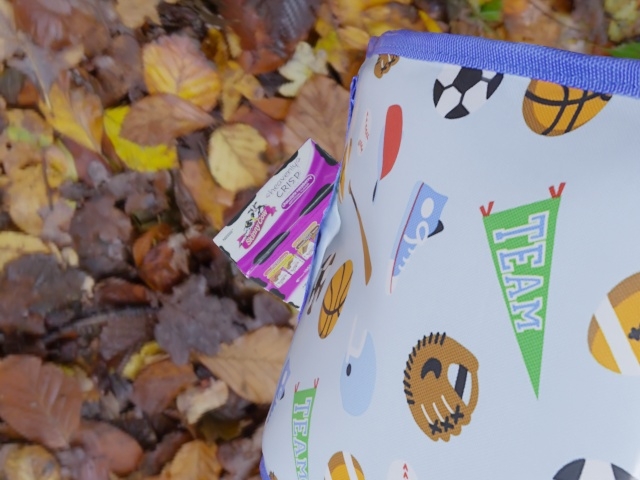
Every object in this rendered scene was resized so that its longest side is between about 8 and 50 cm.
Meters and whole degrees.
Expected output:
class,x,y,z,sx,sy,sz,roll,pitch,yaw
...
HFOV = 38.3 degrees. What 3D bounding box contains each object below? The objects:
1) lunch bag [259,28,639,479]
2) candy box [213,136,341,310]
class,x,y,z,sx,sy,sz,roll,pitch,yaw
lunch bag,0.116,0.053,0.541,0.238,0.385,0.328,8,100,-33
candy box,0.000,0.000,1.079,0.159,0.071,0.233,-46,148,2
